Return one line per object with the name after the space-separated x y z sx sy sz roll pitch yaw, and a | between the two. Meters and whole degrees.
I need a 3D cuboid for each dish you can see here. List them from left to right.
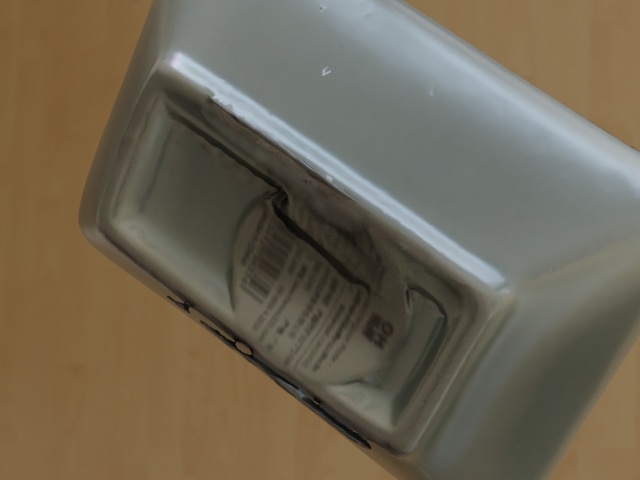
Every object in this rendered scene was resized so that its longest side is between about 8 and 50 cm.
0.000 0.000 0.593 0.243 0.080 0.182 35 121 15 | dish
